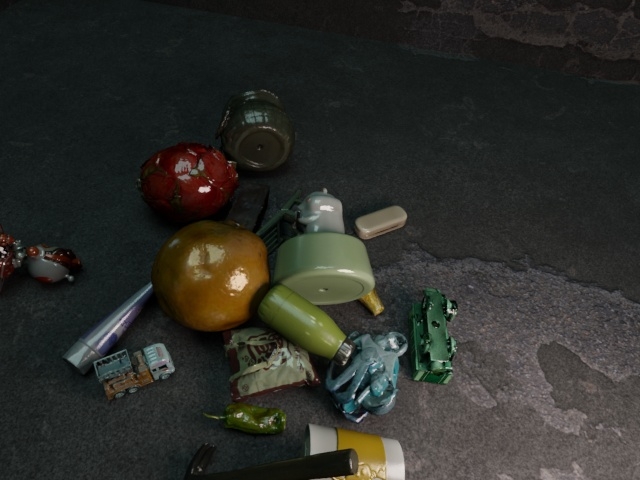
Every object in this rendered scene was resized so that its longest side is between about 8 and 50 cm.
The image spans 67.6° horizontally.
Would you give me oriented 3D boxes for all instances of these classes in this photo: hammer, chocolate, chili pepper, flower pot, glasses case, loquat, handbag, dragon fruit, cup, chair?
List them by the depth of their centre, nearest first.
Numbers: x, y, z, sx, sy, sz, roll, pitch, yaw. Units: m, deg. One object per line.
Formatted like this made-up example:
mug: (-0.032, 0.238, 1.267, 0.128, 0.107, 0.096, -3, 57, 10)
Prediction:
hammer: (-0.119, 0.492, 0.996, 0.440, 0.044, 0.168, -20, 50, 25)
cup: (0.058, 0.540, 1.062, 0.226, 0.185, 0.241, 6, 82, -6)
chili pepper: (-0.188, 0.438, 1.184, 0.204, 0.073, 0.072, 11, 29, -9)
handbag: (-0.133, 0.308, 1.268, 0.235, 0.127, 0.213, -9, 52, -11)
loquat: (-0.296, 0.094, 1.317, 0.328, 0.328, 0.328, 2, 48, -2)
chocolate: (0.122, 0.140, 1.481, 0.086, 0.085, 0.219, -21, 58, -22)
chair: (-0.079, -0.028, 1.568, 0.147, 0.136, 0.270, 23, 49, 18)
chocolate: (-0.255, -0.056, 1.601, 0.112, 0.112, 0.321, 10, 47, 3)
dragon fruit: (-0.442, -0.198, 1.606, 0.343, 0.277, 0.277, -16, 51, -19)
glasses case: (0.211, -0.065, 1.682, 0.196, 0.050, 0.083, -18, 54, -19)
flower pot: (-0.254, -0.399, 1.797, 0.302, 0.301, 0.213, -6, 50, -10)

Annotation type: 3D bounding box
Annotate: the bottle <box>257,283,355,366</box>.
bottle: (-0.031, 0.221, 1.224, 0.260, 0.112, 0.112, 33, 53, 11)

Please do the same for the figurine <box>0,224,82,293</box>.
figurine: (-0.833, 0.062, 1.421, 0.226, 0.183, 0.160, 4, 56, -17)

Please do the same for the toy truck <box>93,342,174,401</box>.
toy truck: (-0.476, 0.326, 1.232, 0.178, 0.115, 0.080, -20, 52, -23)

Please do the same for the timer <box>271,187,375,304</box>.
timer: (0.000, 0.000, 1.394, 0.291, 0.291, 0.315, -1, 66, -5)

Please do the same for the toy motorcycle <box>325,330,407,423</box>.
toy motorcycle: (0.115, 0.340, 1.257, 0.206, 0.154, 0.260, -4, 36, 23)

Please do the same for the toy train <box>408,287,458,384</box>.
toy train: (0.316, 0.263, 1.324, 0.115, 0.154, 0.269, 4, 47, 1)

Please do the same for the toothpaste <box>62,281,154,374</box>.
toothpaste: (-0.554, 0.205, 1.347, 0.080, 0.125, 0.371, 44, 54, -12)
